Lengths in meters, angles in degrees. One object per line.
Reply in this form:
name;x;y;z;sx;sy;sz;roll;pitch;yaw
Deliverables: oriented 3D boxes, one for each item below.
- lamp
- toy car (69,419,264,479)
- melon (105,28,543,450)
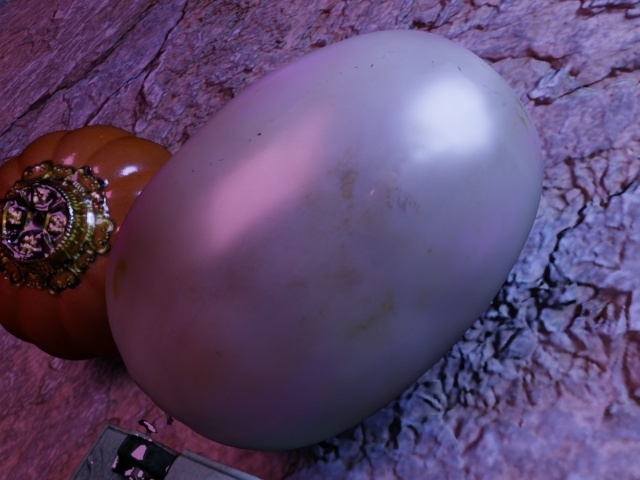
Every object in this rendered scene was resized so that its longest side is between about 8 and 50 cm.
lamp;-0.214;0.001;0.753;0.223;0.196;0.223;-2;79;11
toy car;-0.069;0.205;0.492;0.320;0.097;0.141;3;54;45
melon;0.000;0.000;0.540;0.317;0.223;0.223;-43;36;1
